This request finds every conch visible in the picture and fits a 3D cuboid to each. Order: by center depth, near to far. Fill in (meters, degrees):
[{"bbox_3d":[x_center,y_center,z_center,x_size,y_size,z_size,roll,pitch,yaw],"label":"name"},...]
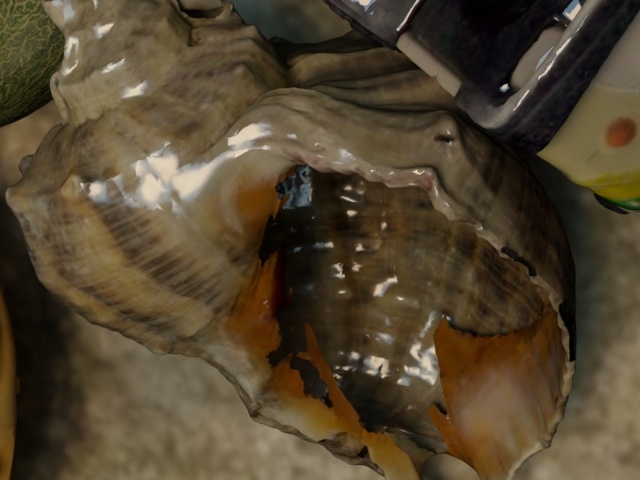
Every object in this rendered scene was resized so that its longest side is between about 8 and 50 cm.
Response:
[{"bbox_3d":[0.000,-0.014,0.696,0.210,0.159,0.291,-22,131,28],"label":"conch"}]

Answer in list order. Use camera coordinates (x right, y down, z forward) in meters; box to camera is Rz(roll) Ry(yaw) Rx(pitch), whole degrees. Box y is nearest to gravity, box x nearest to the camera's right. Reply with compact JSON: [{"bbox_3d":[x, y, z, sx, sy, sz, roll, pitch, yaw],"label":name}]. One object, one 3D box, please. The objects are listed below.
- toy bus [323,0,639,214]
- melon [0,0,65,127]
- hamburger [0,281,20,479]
[{"bbox_3d":[0.073,-0.121,0.563,0.143,0.179,0.305,-53,37,9],"label":"toy bus"},{"bbox_3d":[-0.146,-0.135,0.728,0.139,0.139,0.192,38,106,9],"label":"melon"},{"bbox_3d":[-0.282,0.049,0.773,0.318,0.158,0.319,9,109,28],"label":"hamburger"}]
